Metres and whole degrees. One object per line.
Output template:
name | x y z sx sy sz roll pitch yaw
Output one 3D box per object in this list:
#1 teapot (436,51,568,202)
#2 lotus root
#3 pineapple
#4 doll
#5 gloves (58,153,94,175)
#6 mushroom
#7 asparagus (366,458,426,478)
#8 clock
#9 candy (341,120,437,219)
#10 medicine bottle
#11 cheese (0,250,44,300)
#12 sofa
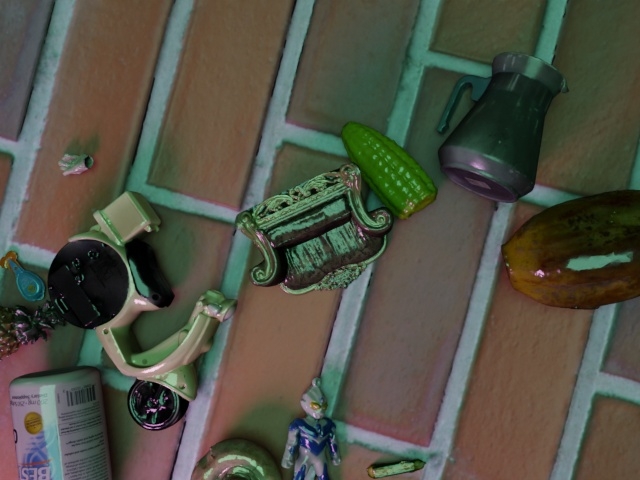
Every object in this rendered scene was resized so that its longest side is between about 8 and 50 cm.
teapot | 0.302 -0.198 1.332 0.203 0.171 0.225 21 83 35
lotus root | 0.453 0.024 1.307 0.290 0.193 0.193 -12 88 1
pineapple | -0.559 0.156 1.414 0.197 0.108 0.108 -18 87 -9
doll | -0.015 0.358 1.374 0.114 0.057 0.227 1 83 -24
gloves | -0.451 -0.140 1.434 0.081 0.037 0.044 7 52 19
mushroom | -0.149 0.431 1.355 0.166 0.127 0.166 -1 83 4
asparagus | 0.136 0.407 1.386 0.108 0.021 0.025 -10 87 4
clock | -0.310 0.123 1.383 0.276 0.120 0.379 -40 86 7
candy | 0.113 -0.131 1.369 0.096 0.097 0.209 -43 79 2
medicine bottle | -0.452 0.375 1.363 0.157 0.157 0.289 -7 88 4
cheese | -0.557 0.069 1.449 0.047 0.017 0.111 -41 86 -1
sofa | 0.000 0.000 1.320 0.258 0.200 0.182 -25 85 2
